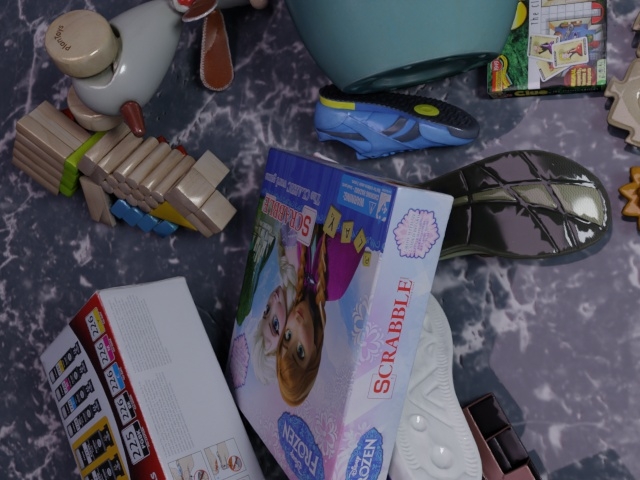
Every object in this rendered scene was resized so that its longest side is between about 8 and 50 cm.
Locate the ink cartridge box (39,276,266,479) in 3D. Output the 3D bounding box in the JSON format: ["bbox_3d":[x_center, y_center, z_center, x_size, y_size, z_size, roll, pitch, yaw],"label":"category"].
[{"bbox_3d":[-0.229,0.249,0.902,0.272,0.130,0.310,-41,68,41],"label":"ink cartridge box"}]

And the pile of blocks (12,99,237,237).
[{"bbox_3d":[-0.270,-0.100,1.029,0.362,0.149,0.113,22,51,14],"label":"pile of blocks"}]

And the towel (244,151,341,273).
[{"bbox_3d":[0.000,0.000,0.931,0.144,0.029,0.197,33,98,21],"label":"towel"}]

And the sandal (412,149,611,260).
[{"bbox_3d":[0.178,-0.030,0.830,0.302,0.086,0.120,-7,84,30],"label":"sandal"}]

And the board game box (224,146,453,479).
[{"bbox_3d":[-0.005,0.075,0.773,0.318,0.065,0.318,27,108,63],"label":"board game box"}]

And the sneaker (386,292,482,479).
[{"bbox_3d":[0.076,0.222,0.827,0.323,0.130,0.236,-102,20,-47],"label":"sneaker"}]

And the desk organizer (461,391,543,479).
[{"bbox_3d":[0.204,0.243,0.812,0.050,0.047,0.130,-32,74,15],"label":"desk organizer"}]

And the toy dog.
[{"bbox_3d":[-0.191,-0.251,0.927,0.333,0.220,0.161,-43,74,5],"label":"toy dog"}]

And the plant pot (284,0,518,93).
[{"bbox_3d":[0.088,-0.298,0.791,0.292,0.293,0.235,-10,93,22],"label":"plant pot"}]

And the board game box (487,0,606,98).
[{"bbox_3d":[0.269,-0.302,0.845,0.136,0.030,0.260,0,85,25],"label":"board game box"}]

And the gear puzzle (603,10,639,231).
[{"bbox_3d":[0.404,-0.168,0.754,0.175,0.044,0.339,24,95,16],"label":"gear puzzle"}]

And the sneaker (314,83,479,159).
[{"bbox_3d":[0.092,-0.138,0.894,0.209,0.069,0.082,13,123,15],"label":"sneaker"}]
